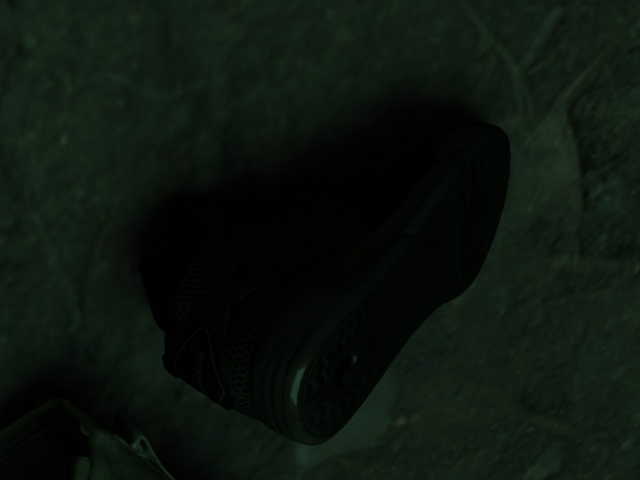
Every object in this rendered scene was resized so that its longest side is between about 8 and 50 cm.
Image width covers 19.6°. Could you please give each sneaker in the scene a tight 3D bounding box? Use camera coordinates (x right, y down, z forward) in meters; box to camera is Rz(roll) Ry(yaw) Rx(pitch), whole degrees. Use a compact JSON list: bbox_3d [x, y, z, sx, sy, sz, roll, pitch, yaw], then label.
[{"bbox_3d":[0.000,0.000,0.882,0.227,0.130,0.087,-45,142,-40],"label":"sneaker"}]

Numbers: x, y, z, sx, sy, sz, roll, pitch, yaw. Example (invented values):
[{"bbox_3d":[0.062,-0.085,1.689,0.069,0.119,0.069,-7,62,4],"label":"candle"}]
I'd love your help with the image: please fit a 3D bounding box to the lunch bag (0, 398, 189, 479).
[{"bbox_3d":[-0.135,0.238,0.913,0.287,0.169,0.235,-48,135,-4],"label":"lunch bag"}]
